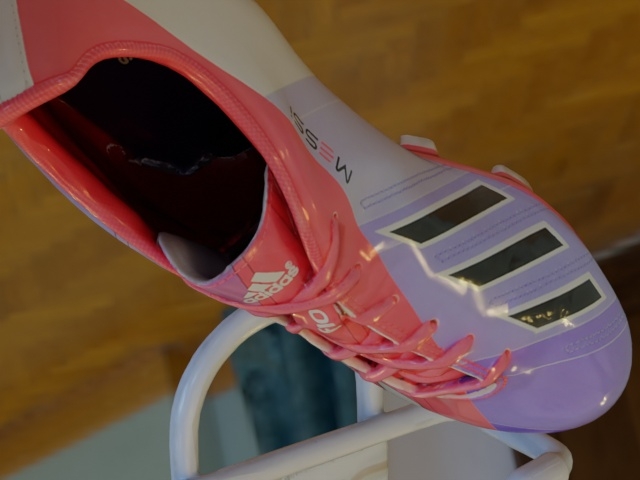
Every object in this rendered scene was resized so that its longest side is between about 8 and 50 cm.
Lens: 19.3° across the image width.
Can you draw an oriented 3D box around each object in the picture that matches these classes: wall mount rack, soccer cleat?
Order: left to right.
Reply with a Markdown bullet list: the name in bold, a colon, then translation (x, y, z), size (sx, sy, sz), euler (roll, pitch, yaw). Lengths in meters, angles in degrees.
- **wall mount rack**: translation (-0.027, 0.211, 0.816), size (0.304, 0.350, 0.130), euler (-16, -153, -32)
- **soccer cleat**: translation (0.000, 0.000, 0.515), size (0.083, 0.095, 0.248), euler (-33, 125, 25)
